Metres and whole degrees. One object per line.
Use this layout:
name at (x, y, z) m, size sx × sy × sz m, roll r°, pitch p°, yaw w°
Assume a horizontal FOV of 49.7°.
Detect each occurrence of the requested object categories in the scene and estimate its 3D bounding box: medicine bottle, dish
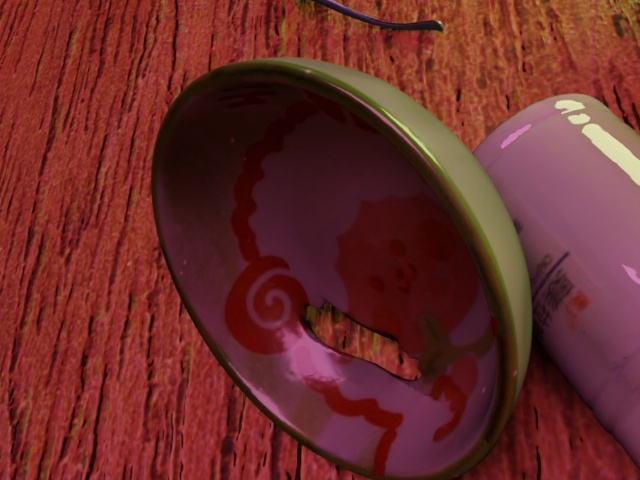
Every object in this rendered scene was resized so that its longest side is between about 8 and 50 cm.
medicine bottle at (0.215, 0.032, 0.474) m, size 0.152 × 0.152 × 0.254 m, roll -33°, pitch 54°, yaw 4°
dish at (0.025, 0.012, 0.518) m, size 0.324 × 0.324 × 0.124 m, roll 24°, pitch 41°, yaw 33°

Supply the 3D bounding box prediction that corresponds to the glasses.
glasses at (0.078, -0.340, 0.792) m, size 0.220 × 0.088 × 0.190 m, roll 30°, pitch 77°, yaw 34°

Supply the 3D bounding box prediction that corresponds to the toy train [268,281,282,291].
toy train at (0.000, 0.000, 0.657) m, size 0.209 × 0.044 × 0.042 m, roll -48°, pitch 56°, yaw -7°
